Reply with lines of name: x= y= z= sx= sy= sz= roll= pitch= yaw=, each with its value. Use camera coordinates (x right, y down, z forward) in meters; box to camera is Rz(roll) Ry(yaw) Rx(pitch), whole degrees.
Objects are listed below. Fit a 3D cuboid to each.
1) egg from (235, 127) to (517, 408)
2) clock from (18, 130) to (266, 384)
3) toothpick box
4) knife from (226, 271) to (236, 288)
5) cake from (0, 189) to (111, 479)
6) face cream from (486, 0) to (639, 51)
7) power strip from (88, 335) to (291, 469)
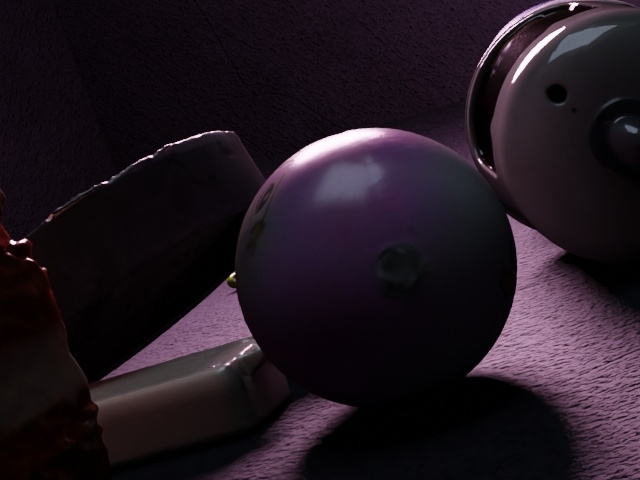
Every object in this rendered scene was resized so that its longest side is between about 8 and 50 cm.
egg: x=0.036 y=0.023 z=1.195 sx=0.196 sy=0.196 sz=0.271 roll=-21 pitch=-12 yaw=-7
clock: x=-0.201 y=0.051 z=1.529 sx=0.386 sy=0.076 sz=0.386 roll=-37 pitch=-9 yaw=-6
toothpick box: x=0.246 y=-0.084 z=1.416 sx=0.229 sy=0.229 sz=0.316 roll=-20 pitch=9 yaw=1
knife: x=-0.048 y=0.022 z=2.102 sx=0.184 sy=0.022 sz=0.026 roll=-26 pitch=-17 yaw=-43
cake: x=-0.344 y=0.093 z=1.146 sx=0.270 sy=0.320 sz=0.269 roll=-15 pitch=10 yaw=33
face cream: x=0.262 y=-0.137 z=1.702 sx=0.206 sy=0.206 sz=0.111 roll=-21 pitch=11 yaw=-7
power strip: x=-0.176 y=0.146 z=1.353 sx=0.338 sy=0.058 sz=0.098 roll=-17 pitch=8 yaw=22
